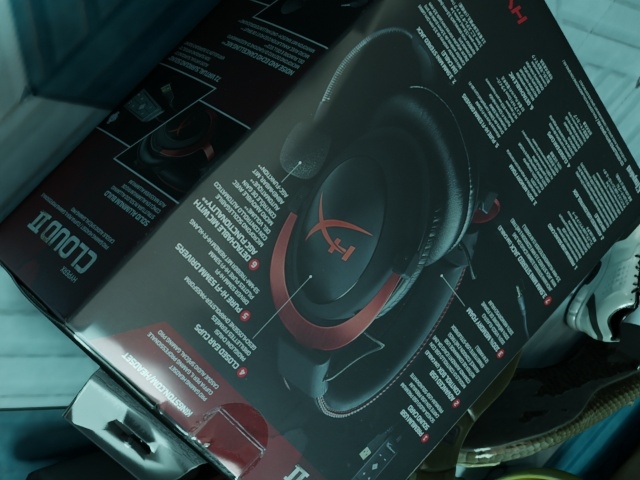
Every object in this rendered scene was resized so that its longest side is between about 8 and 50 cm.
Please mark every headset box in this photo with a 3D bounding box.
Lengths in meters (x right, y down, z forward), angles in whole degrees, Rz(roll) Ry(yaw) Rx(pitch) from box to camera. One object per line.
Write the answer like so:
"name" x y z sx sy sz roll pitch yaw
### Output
"headset box" 0.000 0.000 0.635 0.293 0.110 0.218 -48 127 -9

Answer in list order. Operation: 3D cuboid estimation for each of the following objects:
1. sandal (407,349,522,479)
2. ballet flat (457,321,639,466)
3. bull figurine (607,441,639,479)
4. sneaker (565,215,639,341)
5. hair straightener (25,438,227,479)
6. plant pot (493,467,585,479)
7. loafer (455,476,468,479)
"sandal" 0.066 0.103 0.825 0.090 0.060 0.219 31 73 -34
"ballet flat" 0.168 0.120 0.936 0.249 0.084 0.058 -18 127 -42
"bull figurine" 0.253 0.284 1.111 0.310 0.101 0.188 -44 143 -8
"sneaker" 0.226 0.026 0.950 0.040 0.043 0.109 14 105 -46
"hair straightener" -0.061 0.110 0.727 0.230 0.047 0.089 -14 126 -36
"plant pot" 0.175 0.231 0.993 0.134 0.134 0.095 -67 166 15
"loafer" 0.000 0.239 0.861 0.087 0.094 0.251 44 84 -15
